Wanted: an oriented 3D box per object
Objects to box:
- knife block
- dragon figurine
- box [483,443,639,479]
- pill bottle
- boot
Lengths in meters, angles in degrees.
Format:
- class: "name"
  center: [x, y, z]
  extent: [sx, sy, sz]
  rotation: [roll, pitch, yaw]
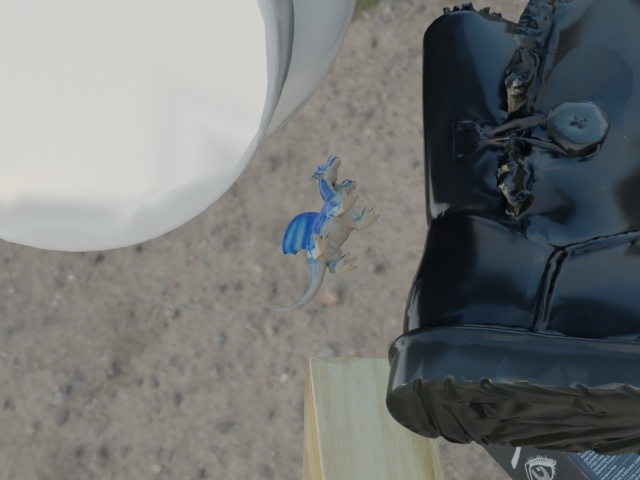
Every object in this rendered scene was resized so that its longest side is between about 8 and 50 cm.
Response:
- class: "knife block"
  center: [0.046, 0.215, 0.835]
  extent: [0.242, 0.088, 0.276]
  rotation: [149, 123, -79]
- class: "dragon figurine"
  center: [0.000, 0.000, 1.935]
  extent: [0.144, 0.085, 0.289]
  rotation: [-8, 53, 60]
- class: "box"
  center: [0.278, 0.223, 1.360]
  extent: [0.108, 0.153, 0.207]
  rotation: [-38, 80, -23]
- class: "pill bottle"
  center: [-0.078, -0.158, 0.606]
  extent: [0.210, 0.210, 0.363]
  rotation: [-36, 19, 23]
- class: "boot"
  center: [0.153, -0.015, 0.526]
  extent: [0.246, 0.094, 0.207]
  rotation: [3, 61, 15]
